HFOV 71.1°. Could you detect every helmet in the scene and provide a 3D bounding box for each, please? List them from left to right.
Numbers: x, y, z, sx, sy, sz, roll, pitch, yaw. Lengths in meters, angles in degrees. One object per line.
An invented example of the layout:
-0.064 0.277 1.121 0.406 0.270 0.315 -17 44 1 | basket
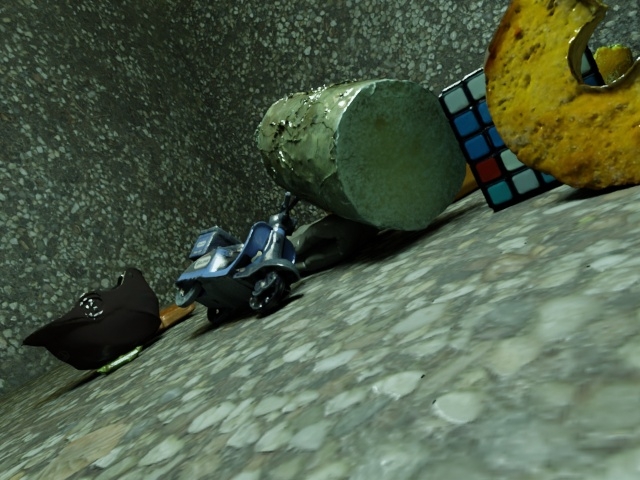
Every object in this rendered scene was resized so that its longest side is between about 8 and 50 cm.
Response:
-0.519 0.215 1.084 0.225 0.177 0.305 -32 9 46 | helmet

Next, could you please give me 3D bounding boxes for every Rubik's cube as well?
0.299 -0.175 0.644 0.182 0.184 0.187 -25 5 27 | Rubik's cube

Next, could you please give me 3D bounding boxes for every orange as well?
0.741 -0.434 1.235 0.179 0.159 0.237 -33 8 -1 | orange

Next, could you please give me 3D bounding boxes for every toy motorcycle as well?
-0.151 0.043 0.852 0.358 0.125 0.213 -11 51 46 | toy motorcycle

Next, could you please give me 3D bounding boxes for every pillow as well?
0.000 0.000 0.982 0.326 0.101 0.228 -20 9 45 | pillow

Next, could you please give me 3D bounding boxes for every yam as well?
0.046 -0.156 0.792 0.240 0.241 0.348 -29 28 -25 | yam

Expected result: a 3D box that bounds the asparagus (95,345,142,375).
-0.437 0.265 0.986 0.108 0.021 0.025 -30 9 -40 | asparagus

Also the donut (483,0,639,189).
0.268 -0.157 0.479 0.101 0.259 0.152 -14 -23 -38 | donut

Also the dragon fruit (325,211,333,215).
0.095 -0.155 1.381 0.307 0.243 0.228 -14 51 54 | dragon fruit

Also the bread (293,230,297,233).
-0.160 0.055 1.456 0.367 0.084 0.077 -34 -32 -48 | bread

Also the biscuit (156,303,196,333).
-0.508 0.264 1.315 0.283 0.043 0.306 -21 9 47 | biscuit

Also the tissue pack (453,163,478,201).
0.313 -0.214 0.978 0.274 0.195 0.145 -29 5 -19 | tissue pack
